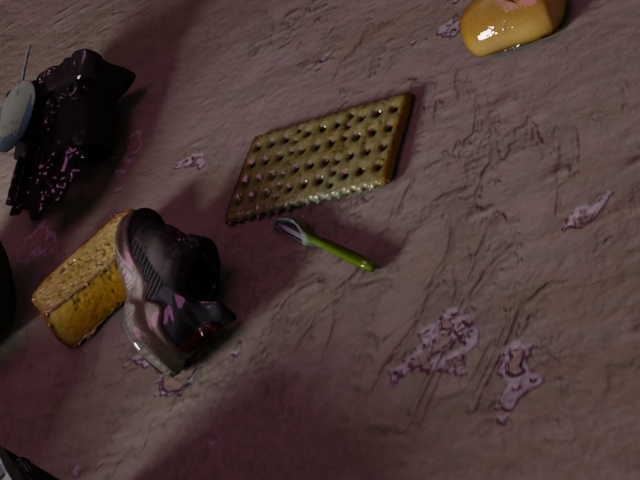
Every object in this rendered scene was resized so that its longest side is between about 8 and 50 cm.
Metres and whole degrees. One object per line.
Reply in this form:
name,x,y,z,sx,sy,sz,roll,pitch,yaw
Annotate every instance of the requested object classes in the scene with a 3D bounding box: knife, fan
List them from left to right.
fan,-0.447,-0.212,1.509,0.113,0.005,0.175,-13,64,44
knife,0.000,0.000,1.055,0.184,0.022,0.026,26,102,51

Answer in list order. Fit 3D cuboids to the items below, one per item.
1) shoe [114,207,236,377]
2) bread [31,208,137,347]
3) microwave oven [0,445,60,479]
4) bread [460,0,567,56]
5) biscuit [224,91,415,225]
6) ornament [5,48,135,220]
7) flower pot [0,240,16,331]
shoe,-0.154,0.040,1.109,0.112,0.099,0.227,-26,45,12
bread,-0.267,0.043,1.232,0.187,0.065,0.103,-37,33,8
microwave oven,-0.242,0.296,0.891,0.122,0.162,0.208,-49,38,-5
bread,0.197,-0.242,1.067,0.115,0.056,0.082,-9,49,37
biscuit,-0.005,-0.091,1.149,0.231,0.016,0.139,-11,48,36
ornament,-0.385,-0.125,1.474,0.251,0.106,0.260,-18,54,41
flower pot,-0.500,0.059,1.313,0.166,0.269,0.269,-12,44,3
